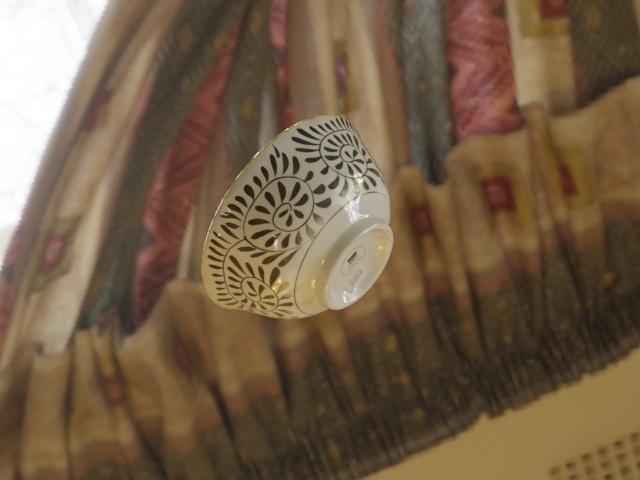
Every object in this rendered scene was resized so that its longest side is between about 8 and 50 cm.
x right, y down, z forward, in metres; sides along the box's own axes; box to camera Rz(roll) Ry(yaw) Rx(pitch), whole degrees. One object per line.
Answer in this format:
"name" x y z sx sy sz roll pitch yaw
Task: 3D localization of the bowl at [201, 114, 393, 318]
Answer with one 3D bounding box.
"bowl" 0.000 0.000 0.978 0.080 0.170 0.170 36 -125 28
